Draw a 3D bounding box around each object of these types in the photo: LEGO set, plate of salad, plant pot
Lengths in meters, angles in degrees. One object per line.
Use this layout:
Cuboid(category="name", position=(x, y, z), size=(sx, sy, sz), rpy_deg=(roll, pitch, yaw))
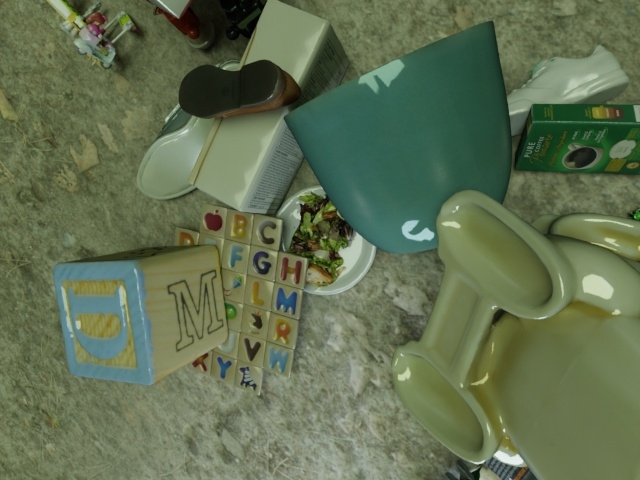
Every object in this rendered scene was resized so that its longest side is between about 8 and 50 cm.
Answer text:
Cuboid(category="LEGO set", position=(-0.461, -0.456, 0.817), size=(0.107, 0.132, 0.287), rpy_deg=(-40, 76, 4))
Cuboid(category="plate of salad", position=(0.000, 0.000, 0.744), size=(0.200, 0.048, 0.199), rpy_deg=(1, 92, 16))
Cuboid(category="plant pot", position=(0.127, -0.122, 0.591), size=(0.293, 0.293, 0.235), rpy_deg=(-19, 104, 15))

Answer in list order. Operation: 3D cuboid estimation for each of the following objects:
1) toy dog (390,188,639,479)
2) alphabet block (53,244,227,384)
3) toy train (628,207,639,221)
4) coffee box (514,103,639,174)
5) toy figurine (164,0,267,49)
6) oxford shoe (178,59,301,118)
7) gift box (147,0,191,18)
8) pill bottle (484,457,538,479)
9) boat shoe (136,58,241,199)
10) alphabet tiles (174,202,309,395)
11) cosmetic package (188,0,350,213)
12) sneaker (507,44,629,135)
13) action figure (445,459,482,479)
Cuboid(category="toy dog", position=(0.356, 0.105, 0.465), size=(0.408, 0.395, 0.284), rpy_deg=(-3, 108, -28))
Cuboid(category="alphabet block", position=(-0.303, 0.114, 0.728), size=(0.192, 0.197, 0.193), rpy_deg=(-1, 97, 24))
Cuboid(category="toy train", position=(0.504, -0.019, 0.623), size=(0.083, 0.017, 0.023), rpy_deg=(43, 92, 10))
Cuboid(category="coffee box", position=(0.390, -0.145, 0.599), size=(0.184, 0.113, 0.040), rpy_deg=(4, 64, 16))
Cuboid(category="toy figurine", position=(-0.163, -0.447, 0.727), size=(0.213, 0.148, 0.209), rpy_deg=(9, 89, 17))
Cuboid(category="oxford shoe", position=(-0.122, -0.207, 0.600), size=(0.212, 0.076, 0.076), rpy_deg=(11, 97, 32))
Cuboid(category="gift box", position=(-0.250, -0.492, 0.552), size=(0.255, 0.258, 0.276), rpy_deg=(-49, 56, 10))
Cuboid(category="pill bottle", position=(0.274, 0.268, 0.593), size=(0.246, 0.130, 0.130), rpy_deg=(40, 103, 37))
Cuboid(category="boat shoe", position=(-0.235, -0.209, 0.792), size=(0.319, 0.116, 0.099), rpy_deg=(-45, 38, 19))
Cuboid(category="alphabet tiles", position=(-0.167, 0.111, 0.784), size=(0.285, 0.011, 0.342), rpy_deg=(13, 102, 21))
Cuboid(category="cosmetic package", position=(-0.080, -0.205, 0.701), size=(0.113, 0.160, 0.309), rpy_deg=(28, 98, 13))
Cuboid(category="sneaker", position=(0.338, -0.231, 0.639), size=(0.212, 0.080, 0.094), rpy_deg=(-17, 75, 9))
Cuboid(category="action figure", position=(0.176, 0.471, 0.692), size=(0.063, 0.137, 0.232), rpy_deg=(40, 111, 34))
